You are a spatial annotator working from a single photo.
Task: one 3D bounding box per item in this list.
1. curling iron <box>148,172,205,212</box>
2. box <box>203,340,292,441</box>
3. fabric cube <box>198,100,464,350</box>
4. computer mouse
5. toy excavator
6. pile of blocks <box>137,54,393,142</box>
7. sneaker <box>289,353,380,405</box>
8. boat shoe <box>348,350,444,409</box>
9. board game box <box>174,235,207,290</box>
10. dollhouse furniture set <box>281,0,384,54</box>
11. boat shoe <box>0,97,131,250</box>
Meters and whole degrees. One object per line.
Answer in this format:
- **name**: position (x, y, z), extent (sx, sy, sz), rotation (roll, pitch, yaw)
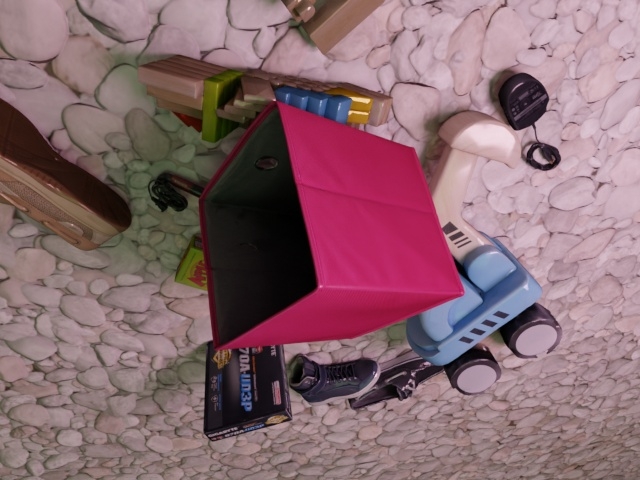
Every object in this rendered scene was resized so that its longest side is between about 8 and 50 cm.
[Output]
- **curling iron**: position (-0.173, -0.054, 0.756), extent (0.274, 0.035, 0.068), rotation (17, 125, -21)
- **box**: position (-0.162, 0.304, 0.908), extent (0.175, 0.220, 0.051), rotation (-15, 132, 1)
- **fabric cube**: position (0.000, 0.000, 0.609), extent (0.258, 0.258, 0.254), rotation (6, 151, -37)
- **computer mouse**: position (0.381, -0.208, 0.749), extent (0.071, 0.041, 0.242), rotation (-36, 131, 14)
- **toy excavator**: position (0.283, 0.040, 0.821), extent (0.445, 0.222, 0.433), rotation (37, 111, -22)
- **pile of blocks**: position (-0.069, -0.176, 0.613), extent (0.363, 0.148, 0.112), rotation (3, 125, -14)
- **sneaker**: position (0.029, 0.340, 1.055), extent (0.226, 0.086, 0.163), rotation (-26, 129, 11)
- **boat shoe**: position (0.214, 0.376, 1.106), extent (0.302, 0.102, 0.108), rotation (-16, 127, 2)
- **board game box**: position (-0.188, 0.065, 0.836), extent (0.182, 0.043, 0.092), rotation (21, 120, -24)
- **dollhouse furniture set**: position (-0.001, -0.376, 0.553), extent (0.144, 0.123, 0.151), rotation (-36, 159, 16)
- **boat shoe**: position (-0.455, -0.100, 0.615), extent (0.110, 0.121, 0.341), rotation (-33, 127, 13)
